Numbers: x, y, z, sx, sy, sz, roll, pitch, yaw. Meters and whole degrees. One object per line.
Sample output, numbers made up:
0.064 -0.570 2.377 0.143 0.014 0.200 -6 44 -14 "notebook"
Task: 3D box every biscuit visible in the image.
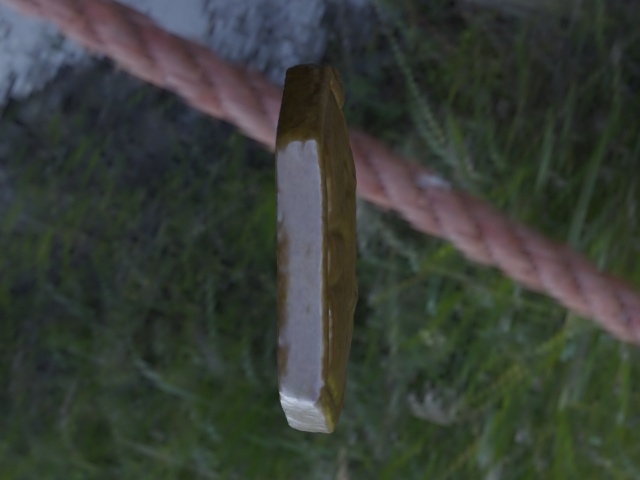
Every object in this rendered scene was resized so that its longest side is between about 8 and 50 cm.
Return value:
0.003 0.000 0.983 0.034 0.182 0.215 1 -173 4 "biscuit"
